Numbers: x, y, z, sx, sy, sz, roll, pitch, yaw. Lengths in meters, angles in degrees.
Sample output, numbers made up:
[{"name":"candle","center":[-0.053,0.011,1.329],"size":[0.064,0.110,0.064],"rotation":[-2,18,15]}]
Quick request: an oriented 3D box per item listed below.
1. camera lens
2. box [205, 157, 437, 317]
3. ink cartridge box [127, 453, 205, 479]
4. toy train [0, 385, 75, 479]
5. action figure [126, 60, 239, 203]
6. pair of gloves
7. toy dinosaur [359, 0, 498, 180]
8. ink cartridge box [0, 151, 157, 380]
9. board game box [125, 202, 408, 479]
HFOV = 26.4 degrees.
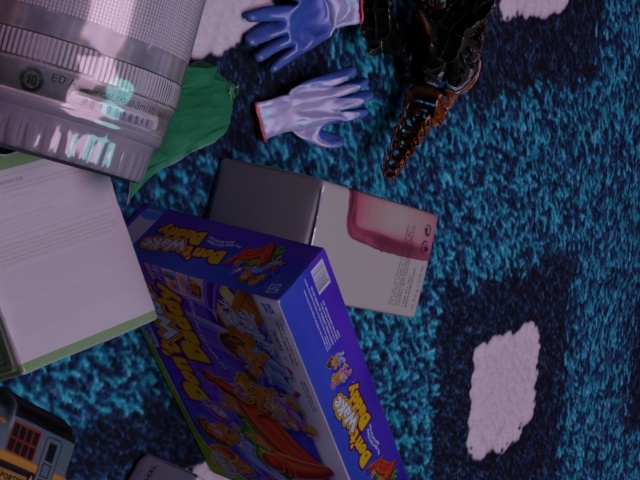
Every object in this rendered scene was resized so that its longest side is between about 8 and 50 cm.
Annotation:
[{"name":"camera lens","center":[-0.204,-0.204,1.110],"size":[0.219,0.219,0.274],"rotation":[16,88,-53]},{"name":"box","center":[0.000,0.000,1.507],"size":[0.232,0.148,0.127],"rotation":[14,90,-54]},{"name":"ink cartridge box","center":[-0.146,0.344,1.484],"size":[0.148,0.086,0.203],"rotation":[-62,142,-17]},{"name":"toy train","center":[-0.346,0.191,1.143],"size":[0.334,0.142,0.190],"rotation":[40,58,-49]},{"name":"action figure","center":[-0.147,-0.127,1.335],"size":[0.232,0.063,0.137],"rotation":[-27,110,-56]},{"name":"pair of gloves","center":[-0.010,-0.190,1.503],"size":[0.159,0.023,0.198],"rotation":[-19,115,-29]},{"name":"toy dinosaur","center":[0.149,-0.233,1.636],"size":[0.218,0.164,0.322],"rotation":[38,51,-67]},{"name":"ink cartridge box","center":[-0.257,-0.009,1.250],"size":[0.171,0.056,0.235],"rotation":[-22,94,-48]},{"name":"board game box","center":[-0.060,0.136,1.403],"size":[0.078,0.233,0.347],"rotation":[-49,135,-32]}]
